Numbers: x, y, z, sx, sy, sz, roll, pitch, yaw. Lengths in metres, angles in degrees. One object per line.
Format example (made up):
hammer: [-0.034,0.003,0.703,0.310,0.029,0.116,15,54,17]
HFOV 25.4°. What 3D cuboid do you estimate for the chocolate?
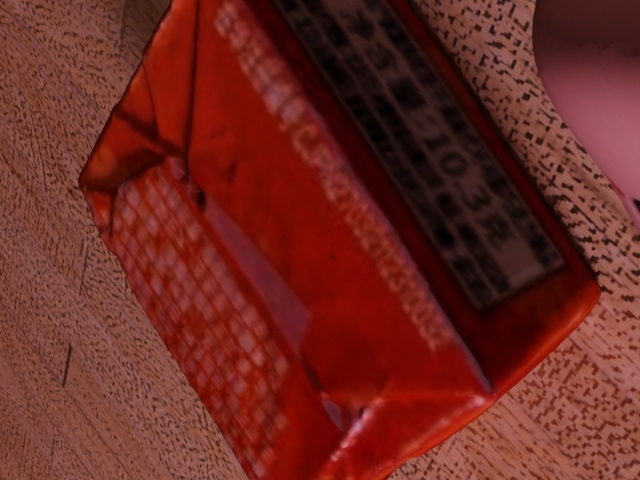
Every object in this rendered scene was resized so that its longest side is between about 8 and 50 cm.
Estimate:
chocolate: [0.000,0.000,0.704,0.237,0.108,0.235,58,147,12]

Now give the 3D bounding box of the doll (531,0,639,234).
doll: [0.176,-0.063,0.376,0.284,0.216,0.268,22,150,55]
